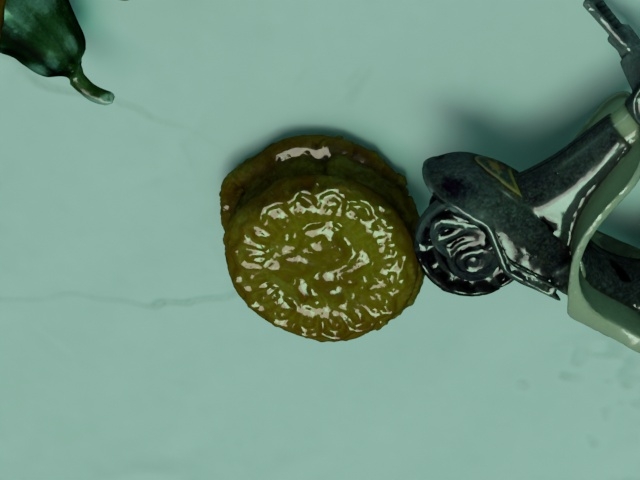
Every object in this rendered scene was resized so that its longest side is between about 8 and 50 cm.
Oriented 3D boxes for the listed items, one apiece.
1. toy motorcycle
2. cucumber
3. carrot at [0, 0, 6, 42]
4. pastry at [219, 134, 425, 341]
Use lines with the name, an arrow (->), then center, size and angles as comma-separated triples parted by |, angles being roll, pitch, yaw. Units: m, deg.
toy motorcycle -> 0.174, 0.004, 0.826 | 0.263, 0.091, 0.157 | 26, 119, -14
cucumber -> -0.184, -0.148, 0.785 | 0.250, 0.056, 0.056 | 40, 123, -20
carrot -> -0.164, -0.147, 0.719 | 0.087, 0.087, 0.193 | 8, 101, 3
pastry -> 0.000, 0.000, 0.867 | 0.109, 0.057, 0.097 | 22, 126, -10
